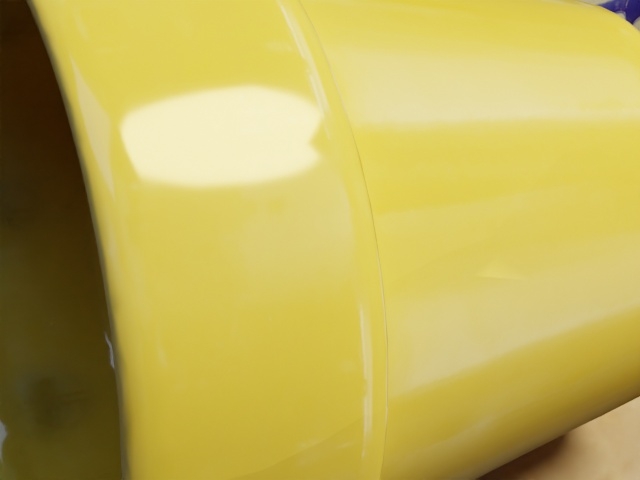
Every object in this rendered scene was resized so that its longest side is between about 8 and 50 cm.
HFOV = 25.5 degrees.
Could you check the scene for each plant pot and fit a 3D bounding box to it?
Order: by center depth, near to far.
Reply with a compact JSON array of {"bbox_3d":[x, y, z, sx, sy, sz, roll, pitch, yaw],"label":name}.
[{"bbox_3d":[0.000,0.000,0.523,0.239,0.254,0.254,-10,44,-24],"label":"plant pot"}]

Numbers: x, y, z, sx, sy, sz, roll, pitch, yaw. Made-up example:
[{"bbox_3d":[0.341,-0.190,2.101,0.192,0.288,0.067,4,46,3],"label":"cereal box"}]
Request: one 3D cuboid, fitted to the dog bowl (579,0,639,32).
[{"bbox_3d":[0.064,-0.154,0.723,0.265,0.104,0.265,-3,37,3],"label":"dog bowl"}]
